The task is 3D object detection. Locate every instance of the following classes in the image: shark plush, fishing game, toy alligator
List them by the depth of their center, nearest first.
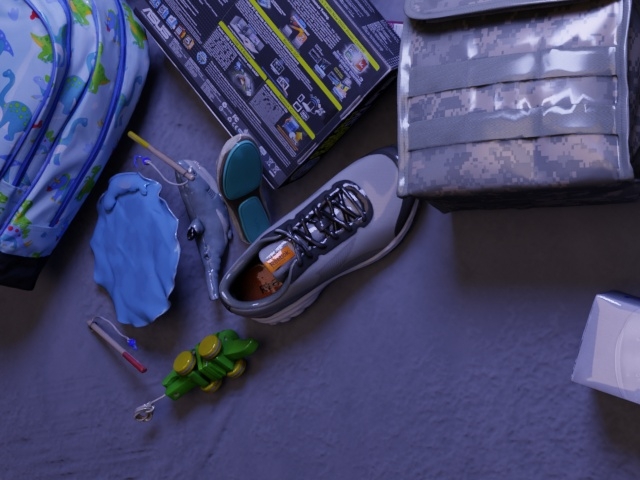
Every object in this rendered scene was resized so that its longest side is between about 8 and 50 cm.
[{"bbox_3d":[-0.143,-0.012,1.269,0.073,0.067,0.161,3,92,23],"label":"shark plush"},{"bbox_3d":[-0.150,0.150,1.287,0.189,0.056,0.051,-33,36,22],"label":"toy alligator"},{"bbox_3d":[-0.216,0.011,1.295,0.189,0.041,0.264,29,113,43],"label":"fishing game"}]

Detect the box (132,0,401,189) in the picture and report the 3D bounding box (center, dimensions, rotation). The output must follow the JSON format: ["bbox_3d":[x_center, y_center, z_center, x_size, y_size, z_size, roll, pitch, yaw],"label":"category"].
[{"bbox_3d":[-0.057,-0.224,1.181,0.270,0.060,0.216,51,127,7],"label":"box"}]

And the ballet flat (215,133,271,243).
[{"bbox_3d":[-0.093,-0.061,1.210,0.057,0.168,0.052,-28,52,-19],"label":"ballet flat"}]

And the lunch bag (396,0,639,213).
[{"bbox_3d":[0.205,-0.180,1.067,0.235,0.169,0.287,-2,82,27],"label":"lunch bag"}]

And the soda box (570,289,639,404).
[{"bbox_3d":[0.391,0.131,1.025,0.286,0.098,0.091,18,98,23],"label":"soda box"}]

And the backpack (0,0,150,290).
[{"bbox_3d":[-0.360,-0.169,1.284,0.355,0.273,0.290,-45,67,5],"label":"backpack"}]

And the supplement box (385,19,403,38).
[{"bbox_3d":[0.073,-0.214,1.180,0.083,0.055,0.043,9,94,22],"label":"supplement box"}]

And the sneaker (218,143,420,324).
[{"bbox_3d":[0.000,0.001,1.188,0.271,0.108,0.100,-42,73,17],"label":"sneaker"}]
